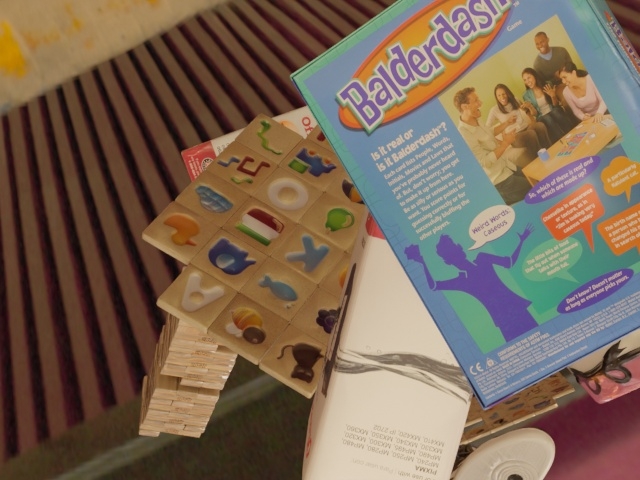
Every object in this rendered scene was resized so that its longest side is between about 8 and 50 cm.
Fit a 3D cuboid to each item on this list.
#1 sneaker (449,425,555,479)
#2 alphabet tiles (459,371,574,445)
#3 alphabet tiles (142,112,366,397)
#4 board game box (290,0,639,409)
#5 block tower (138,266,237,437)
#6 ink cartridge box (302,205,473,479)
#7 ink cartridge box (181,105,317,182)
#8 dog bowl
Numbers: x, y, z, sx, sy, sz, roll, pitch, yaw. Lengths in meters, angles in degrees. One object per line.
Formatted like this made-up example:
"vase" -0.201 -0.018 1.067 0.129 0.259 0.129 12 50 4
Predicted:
"sneaker" 0.188 0.260 1.381 0.079 0.121 0.217 37 120 -7
"alphabet tiles" 0.309 0.282 2.025 0.237 0.198 0.009 -22 98 1
"alphabet tiles" 0.000 0.000 1.203 0.285 0.342 0.011 30 138 10
"board game box" 0.103 -0.041 0.625 0.160 0.047 0.210 -31 86 24
"block tower" -0.171 0.157 1.593 0.097 0.091 0.335 11 145 -13
"ink cartridge box" 0.063 0.060 0.869 0.100 0.172 0.237 15 97 0
"ink cartridge box" -0.068 -0.082 1.487 0.176 0.127 0.128 -21 94 -3
"dog bowl" 0.520 0.099 1.720 0.407 0.408 0.150 -25 78 -6
